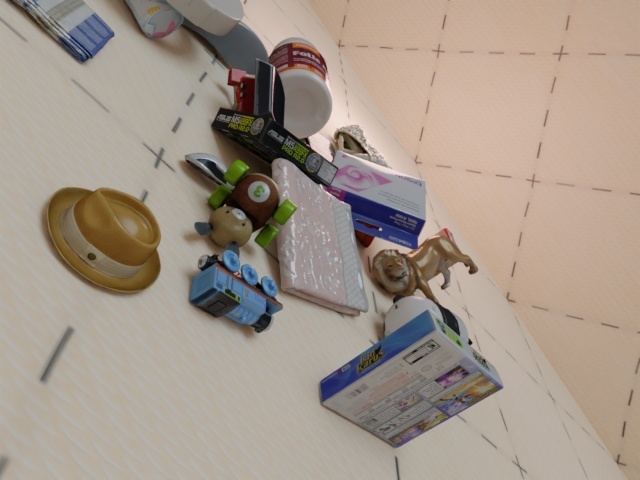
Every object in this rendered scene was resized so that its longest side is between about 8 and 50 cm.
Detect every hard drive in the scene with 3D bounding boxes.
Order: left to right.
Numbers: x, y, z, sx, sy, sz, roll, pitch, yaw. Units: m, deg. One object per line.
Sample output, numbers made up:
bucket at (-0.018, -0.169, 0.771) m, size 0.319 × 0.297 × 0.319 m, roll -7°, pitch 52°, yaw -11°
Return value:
hard drive at (-0.137, -0.372, 1.501) m, size 0.255 × 0.054 × 0.172 m, roll 60°, pitch 31°, yaw -82°

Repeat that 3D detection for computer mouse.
computer mouse at (-0.206, -0.138, 1.187) m, size 0.193 × 0.042 × 0.106 m, roll 38°, pitch -9°, yaw -31°

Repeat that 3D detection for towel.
towel at (-0.550, -0.489, 1.084) m, size 0.285 × 0.034 × 0.209 m, roll 43°, pitch 22°, yaw -28°
towel at (0.000, 0.000, 1.327) m, size 0.317 × 0.053 × 0.332 m, roll 28°, pitch 46°, yaw -49°

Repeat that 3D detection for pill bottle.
pill bottle at (-0.080, -0.523, 1.820) m, size 0.224 × 0.224 × 0.392 m, roll 40°, pitch 25°, yaw -29°

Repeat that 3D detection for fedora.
fedora at (-0.302, -0.017, 0.812) m, size 0.194 × 0.079 × 0.194 m, roll 42°, pitch 24°, yaw -24°

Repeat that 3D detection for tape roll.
tape roll at (-0.362, -0.712, 1.434) m, size 0.392 × 0.072 × 0.392 m, roll 43°, pitch 25°, yaw -25°

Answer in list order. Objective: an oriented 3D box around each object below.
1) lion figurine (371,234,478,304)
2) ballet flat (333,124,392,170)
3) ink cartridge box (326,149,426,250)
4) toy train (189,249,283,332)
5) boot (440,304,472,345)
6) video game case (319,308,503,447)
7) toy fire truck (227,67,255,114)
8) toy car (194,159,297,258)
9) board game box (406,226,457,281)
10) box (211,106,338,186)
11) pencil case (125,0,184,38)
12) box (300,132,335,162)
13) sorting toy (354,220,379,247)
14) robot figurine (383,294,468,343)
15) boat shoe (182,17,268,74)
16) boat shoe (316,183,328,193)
lion figurine at (0.328, 0.076, 1.730) m, size 0.392 × 0.142 × 0.240 m, roll -34°, pitch 93°, yaw -41°
ballet flat at (0.147, -0.316, 2.109) m, size 0.147 × 0.147 × 0.409 m, roll 34°, pitch 20°, yaw -39°
ink cartridge box at (0.172, -0.137, 1.714) m, size 0.324 × 0.071 × 0.330 m, roll 19°, pitch 35°, yaw -5°
toy train at (-0.146, 0.095, 0.967) m, size 0.184 × 0.080 × 0.105 m, roll 39°, pitch 35°, yaw -36°
boot at (0.405, 0.276, 1.818) m, size 0.246 × 0.083 × 0.161 m, roll 34°, pitch 22°, yaw -52°
video game case at (0.177, 0.281, 1.069) m, size 0.244 × 0.269 × 0.061 m, roll 40°, pitch 23°, yaw -31°
toy fire truck at (-0.219, -0.393, 1.519) m, size 0.047 × 0.135 × 0.192 m, roll 5°, pitch 86°, yaw -29°
toy car at (-0.164, -0.041, 1.065) m, size 0.155 × 0.149 × 0.188 m, roll 39°, pitch 35°, yaw -3°
board game box at (0.395, 0.061, 1.939) m, size 0.045 × 0.193 × 0.147 m, roll 40°, pitch 24°, yaw -30°
box at (-0.113, -0.237, 1.396) m, size 0.216 × 0.060 × 0.270 m, roll 24°, pitch -3°, yaw 44°
pencil case at (-0.464, -0.650, 1.392) m, size 0.273 × 0.113 × 0.124 m, roll 55°, pitch 40°, yaw 5°
box at (-0.005, -0.315, 1.905) m, size 0.190 × 0.045 × 0.184 m, roll 31°, pitch 33°, yaw -44°
sorting toy at (0.139, -0.113, 1.841) m, size 0.126 × 0.127 × 0.365 m, roll 26°, pitch 29°, yaw -6°
robot figurine at (0.286, 0.253, 1.472) m, size 0.278 × 0.209 × 0.173 m, roll 30°, pitch 73°, yaw -45°
boat shoe at (-0.320, -0.667, 1.708) m, size 0.367 × 0.136 × 0.156 m, roll 28°, pitch 28°, yaw -28°
boat shoe at (-0.044, -0.181, 1.567) m, size 0.095 × 0.084 × 0.258 m, roll 56°, pitch 10°, yaw -29°
